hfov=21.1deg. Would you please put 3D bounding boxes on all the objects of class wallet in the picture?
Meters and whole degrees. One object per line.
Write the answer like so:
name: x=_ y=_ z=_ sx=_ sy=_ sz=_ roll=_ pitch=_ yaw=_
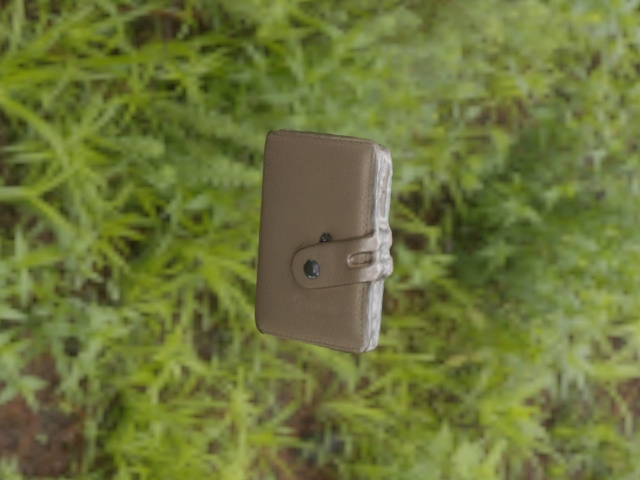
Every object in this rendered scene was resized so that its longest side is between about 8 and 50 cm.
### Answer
wallet: x=0.000 y=0.000 z=1.210 sx=0.039 sy=0.118 sz=0.152 roll=-3 pitch=99 yaw=-51
